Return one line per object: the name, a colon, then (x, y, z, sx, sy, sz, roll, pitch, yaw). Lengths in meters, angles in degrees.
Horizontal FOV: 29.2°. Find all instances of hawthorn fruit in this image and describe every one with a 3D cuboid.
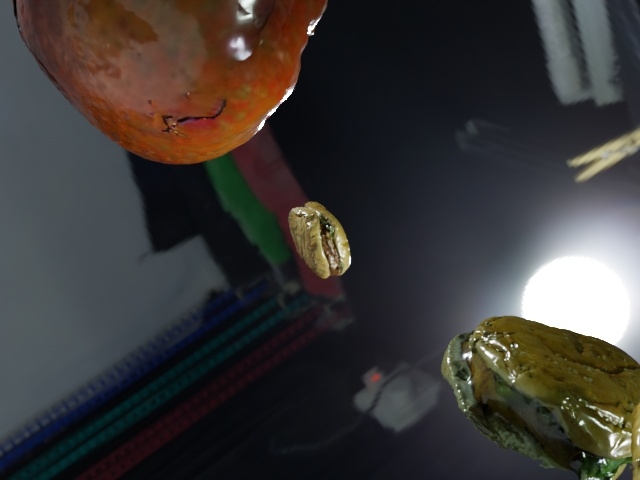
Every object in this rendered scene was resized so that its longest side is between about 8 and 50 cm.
hawthorn fruit: (-0.148, -0.219, 1.036, 0.307, 0.276, 0.276, 24, -24, 1)

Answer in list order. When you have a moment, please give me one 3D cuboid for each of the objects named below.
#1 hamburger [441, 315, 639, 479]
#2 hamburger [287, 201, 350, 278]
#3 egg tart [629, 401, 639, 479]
hamburger: (0.310, 0.190, 1.584, 0.134, 0.285, 0.265, -58, -151, 25)
hamburger: (0.000, 0.000, 1.219, 0.083, 0.044, 0.076, 42, -33, 57)
egg tart: (0.408, 0.337, 1.233, 0.388, 0.169, 0.387, -9, 90, -75)
